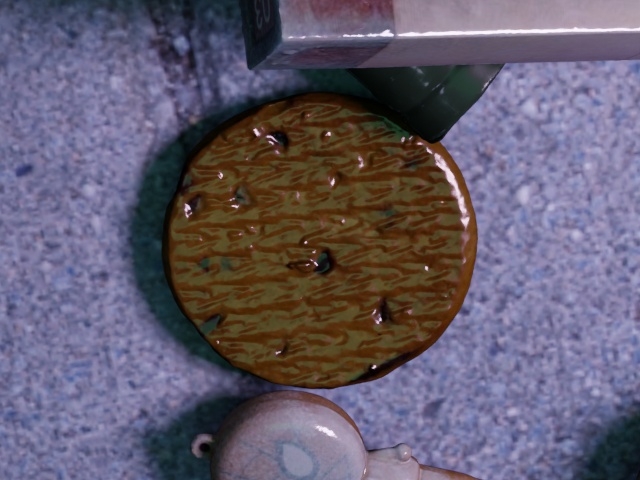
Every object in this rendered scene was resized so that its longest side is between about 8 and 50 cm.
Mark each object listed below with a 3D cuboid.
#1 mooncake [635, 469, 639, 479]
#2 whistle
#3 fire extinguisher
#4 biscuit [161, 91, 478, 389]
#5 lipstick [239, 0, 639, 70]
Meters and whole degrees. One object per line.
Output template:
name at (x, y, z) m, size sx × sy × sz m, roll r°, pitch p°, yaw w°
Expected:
mooncake at (0.332, 0.213, 1.316) m, size 0.275 × 0.135 × 0.275 m, roll 1°, pitch 104°, yaw 5°
whistle at (0.018, 0.159, 1.347) m, size 0.220 × 0.057 × 0.107 m, roll 13°, pitch 120°, yaw -7°
fire extinguisher at (-0.012, -0.201, 1.248) m, size 0.311 × 0.095 × 0.114 m, roll 39°, pitch 57°, yaw -9°
biscuit at (0.000, 0.000, 1.320) m, size 0.212 × 0.036 × 0.212 m, roll 0°, pitch 103°, yaw 0°
lipstick at (0.139, -0.151, 1.193) m, size 0.371 × 0.080 × 0.076 m, roll -4°, pitch 82°, yaw -18°
